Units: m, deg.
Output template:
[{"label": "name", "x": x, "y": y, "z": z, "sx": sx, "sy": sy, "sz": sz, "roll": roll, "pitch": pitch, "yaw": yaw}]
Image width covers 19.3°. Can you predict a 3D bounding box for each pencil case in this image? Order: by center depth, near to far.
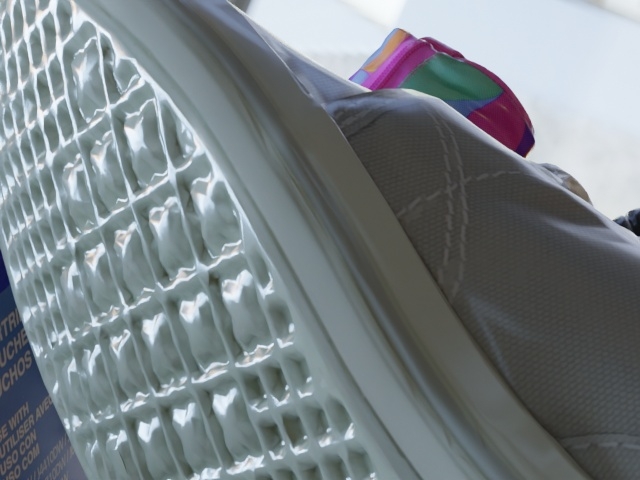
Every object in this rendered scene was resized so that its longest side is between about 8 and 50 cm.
[{"label": "pencil case", "x": 0.000, "y": 0.000, "z": 0.931, "sx": 0.104, "sy": 0.236, "sz": 0.104, "roll": 41, "pitch": 168, "yaw": 11}]

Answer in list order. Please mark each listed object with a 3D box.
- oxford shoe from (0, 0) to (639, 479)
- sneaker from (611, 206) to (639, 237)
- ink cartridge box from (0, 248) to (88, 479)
[{"label": "oxford shoe", "x": 0.054, "y": 0.060, "z": 0.440, "sx": 0.130, "sy": 0.169, "sz": 0.449, "roll": -23, "pitch": -134, "yaw": -30}, {"label": "sneaker", "x": 0.209, "y": 0.063, "z": 1.055, "sx": 0.145, "sy": 0.147, "sz": 0.384, "roll": 48, "pitch": -151, "yaw": 16}, {"label": "ink cartridge box", "x": -0.243, "y": 0.084, "z": 0.810, "sx": 0.270, "sy": 0.396, "sz": 0.151, "roll": 2, "pitch": -158, "yaw": 16}]
